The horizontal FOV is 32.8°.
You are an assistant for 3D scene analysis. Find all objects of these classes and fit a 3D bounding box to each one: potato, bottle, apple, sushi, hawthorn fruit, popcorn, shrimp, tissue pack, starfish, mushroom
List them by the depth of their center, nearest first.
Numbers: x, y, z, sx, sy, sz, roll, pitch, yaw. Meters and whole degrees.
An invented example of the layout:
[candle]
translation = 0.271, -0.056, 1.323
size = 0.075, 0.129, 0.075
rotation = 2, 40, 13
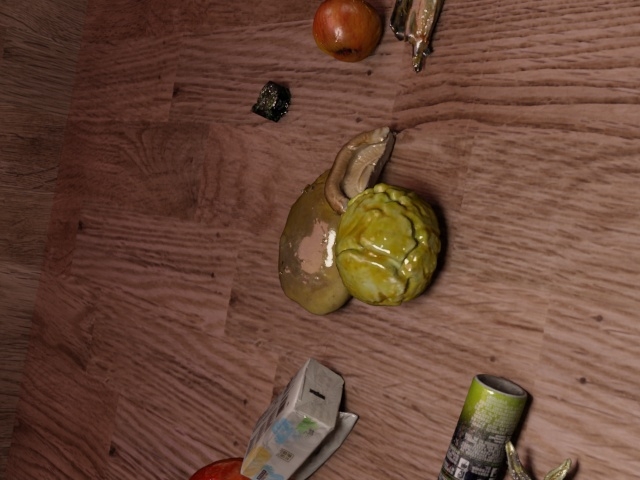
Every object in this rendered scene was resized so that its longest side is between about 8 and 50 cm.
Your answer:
[starfish]
translation = 0.331, 0.418, 1.670
size = 0.176, 0.053, 0.208
rotation = 40, 117, 51
[bottle]
translation = 0.241, 0.385, 1.773
size = 0.093, 0.093, 0.330
rotation = 33, 108, 53
[popcorn]
translation = 0.122, 0.009, 1.965
size = 0.204, 0.184, 0.221
rotation = -3, 78, 49
[mushroom]
translation = 0.068, -0.134, 2.097
size = 0.072, 0.094, 0.209
rotation = 89, -156, -66
[shrimp]
translation = 0.178, -0.451, 2.100
size = 0.145, 0.059, 0.254
rotation = 18, 97, 58
[tissue pack]
translation = -0.035, 0.379, 2.156
size = 0.229, 0.145, 0.159
rotation = -53, 10, 33
[potato]
translation = 0.000, 0.000, 2.176
size = 0.192, 0.141, 0.296
rotation = 8, 86, 52
[apple]
translation = 0.052, -0.424, 2.196
size = 0.146, 0.147, 0.146
rotation = -18, 67, 52
[hawthorn fruit]
translation = -0.214, 0.553, 2.256
size = 0.207, 0.243, 0.207
rotation = -15, 70, 50
[sushi]
translation = -0.105, -0.316, 2.480
size = 0.085, 0.056, 0.083
rotation = 32, 101, 55
